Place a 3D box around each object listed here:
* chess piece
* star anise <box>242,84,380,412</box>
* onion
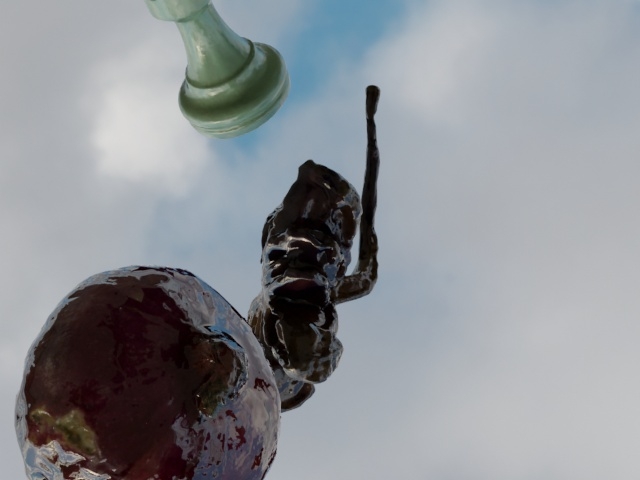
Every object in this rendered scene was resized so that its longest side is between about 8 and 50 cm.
[{"bbox_3d":[-0.063,-0.114,0.814,0.067,0.103,0.067,-15,-137,14],"label":"chess piece"},{"bbox_3d":[0.000,0.000,0.781,0.070,0.097,0.190,12,-103,-7],"label":"star anise"},{"bbox_3d":[-0.061,0.060,0.545,0.097,0.107,0.107,-18,-137,43],"label":"onion"}]
